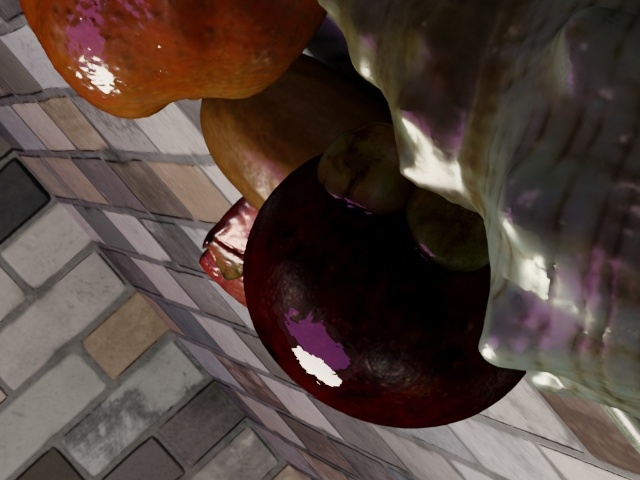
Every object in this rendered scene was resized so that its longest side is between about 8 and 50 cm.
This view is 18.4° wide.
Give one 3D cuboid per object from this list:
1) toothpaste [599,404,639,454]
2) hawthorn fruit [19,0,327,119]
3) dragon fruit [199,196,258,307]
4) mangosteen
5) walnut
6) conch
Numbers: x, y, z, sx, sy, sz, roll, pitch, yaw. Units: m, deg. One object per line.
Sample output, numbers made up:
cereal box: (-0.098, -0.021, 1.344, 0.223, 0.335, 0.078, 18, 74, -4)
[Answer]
toothpaste: (0.199, 0.109, 1.261, 0.197, 0.029, 0.048, 50, 167, 4)
hawthorn fruit: (-0.079, -0.155, 1.022, 0.189, 0.189, 0.189, 46, 170, 11)
dragon fruit: (-0.001, 0.002, 1.433, 0.127, 0.120, 0.161, 42, 165, 2)
mangosteen: (0.054, 0.011, 1.116, 0.200, 0.200, 0.200, 46, 170, 11)
walnut: (0.011, -0.045, 1.260, 0.207, 0.116, 0.116, 37, 168, 11)
conch: (0.142, 0.005, 0.749, 0.386, 0.169, 0.203, 48, -165, 9)
